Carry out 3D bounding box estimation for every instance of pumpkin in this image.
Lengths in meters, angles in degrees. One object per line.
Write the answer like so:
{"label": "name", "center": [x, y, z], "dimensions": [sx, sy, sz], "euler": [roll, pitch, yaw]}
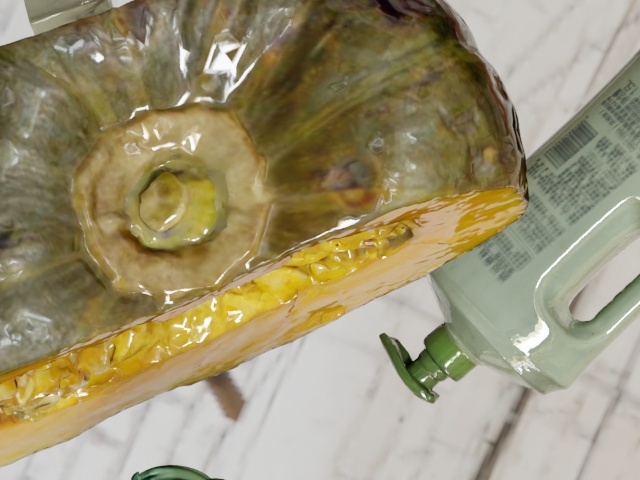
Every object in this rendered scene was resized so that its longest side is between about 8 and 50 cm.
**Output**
{"label": "pumpkin", "center": [-0.076, -0.005, 0.702], "dimensions": [0.317, 0.139, 0.222], "euler": [-25, 171, -16]}

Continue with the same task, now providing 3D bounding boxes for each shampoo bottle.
{"label": "shampoo bottle", "center": [0.136, 0.005, 0.903], "dimensions": [0.234, 0.118, 0.087], "euler": [-41, 163, 6]}

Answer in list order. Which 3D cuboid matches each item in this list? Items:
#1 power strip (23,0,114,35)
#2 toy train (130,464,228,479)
{"label": "power strip", "center": [-0.158, -0.181, 0.949], "dimensions": [0.030, 0.047, 0.191], "euler": [64, 7, -66]}
{"label": "toy train", "center": [-0.049, 0.158, 0.593], "dimensions": [0.071, 0.104, 0.178], "euler": [-88, -156, -55]}
